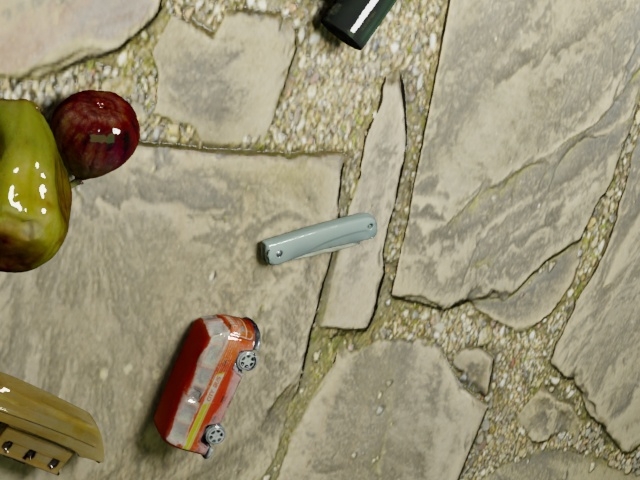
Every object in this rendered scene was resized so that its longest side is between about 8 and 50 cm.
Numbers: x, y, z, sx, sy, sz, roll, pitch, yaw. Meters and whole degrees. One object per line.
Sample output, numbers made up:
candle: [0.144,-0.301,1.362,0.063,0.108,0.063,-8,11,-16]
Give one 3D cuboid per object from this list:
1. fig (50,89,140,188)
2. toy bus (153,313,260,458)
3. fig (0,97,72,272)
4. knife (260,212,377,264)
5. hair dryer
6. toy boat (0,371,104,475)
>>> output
fig: [-0.237,-0.092,1.076,0.089,0.088,0.125,-2,138,-32]
toy bus: [-0.138,0.168,1.262,0.077,0.079,0.174,18,101,-28]
fig: [-0.307,-0.054,1.001,0.154,0.144,0.165,-11,107,-53]
knife: [0.000,0.000,1.301,0.162,0.023,0.044,-16,124,-27]
hair dryer: [0.003,-0.302,1.144,0.198,0.057,0.100,33,90,-34]
toy boat: [-0.328,0.206,1.167,0.077,0.057,0.200,-49,129,5]
